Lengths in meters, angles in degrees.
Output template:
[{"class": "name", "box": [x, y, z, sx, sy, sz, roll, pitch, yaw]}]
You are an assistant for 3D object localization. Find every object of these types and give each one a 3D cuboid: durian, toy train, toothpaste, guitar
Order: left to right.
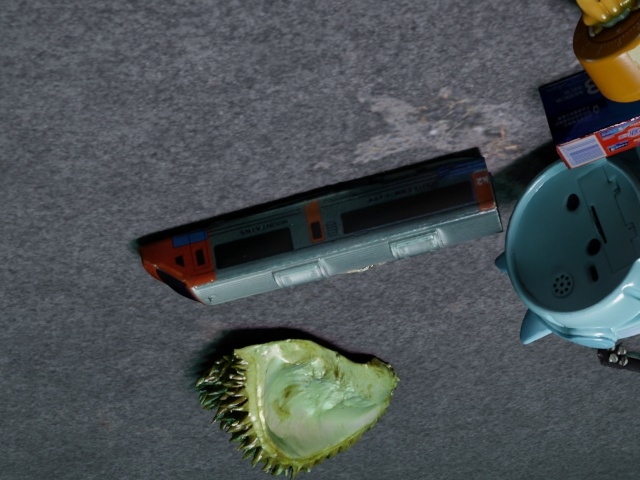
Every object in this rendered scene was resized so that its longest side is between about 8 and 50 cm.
[{"class": "durian", "box": [-0.032, 0.210, 2.219, 0.394, 0.163, 0.198, 15, 104, -48]}, {"class": "toy train", "box": [0.000, 0.000, 1.808, 0.409, 0.089, 0.086, -15, 158, 6]}, {"class": "guitar", "box": [0.509, 0.196, 2.398, 0.271, 0.084, 0.038, 22, 135, -37]}, {"class": "toothpaste", "box": [0.387, -0.168, 1.642, 0.320, 0.076, 0.066, -19, 152, 16]}]

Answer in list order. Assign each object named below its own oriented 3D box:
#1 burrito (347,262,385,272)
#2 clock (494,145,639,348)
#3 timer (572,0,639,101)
[{"class": "burrito", "box": [-0.009, 0.024, 1.893, 0.188, 0.045, 0.058, -12, 146, 5]}, {"class": "clock", "box": [0.303, 0.003, 1.755, 0.274, 0.224, 0.094, -35, 145, 28]}, {"class": "timer", "box": [0.264, -0.222, 1.476, 0.132, 0.132, 0.152, -31, 124, 34]}]
